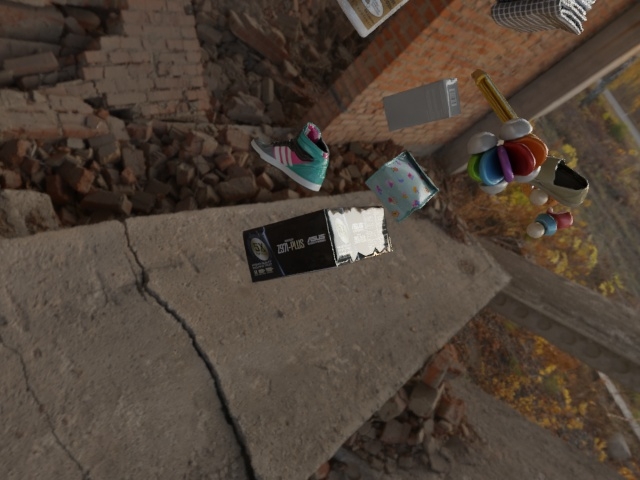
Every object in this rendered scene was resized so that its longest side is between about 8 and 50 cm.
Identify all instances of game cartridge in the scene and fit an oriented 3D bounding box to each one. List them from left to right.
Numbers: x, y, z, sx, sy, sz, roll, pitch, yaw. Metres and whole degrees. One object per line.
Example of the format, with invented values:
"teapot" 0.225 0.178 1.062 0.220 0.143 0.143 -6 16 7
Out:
"game cartridge" 0.650 -0.493 1.505 0.285 0.052 0.324 50 26 -9

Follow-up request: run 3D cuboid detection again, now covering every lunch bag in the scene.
"lunch bag" 0.346 -0.230 1.648 0.262 0.160 0.223 -35 86 -40

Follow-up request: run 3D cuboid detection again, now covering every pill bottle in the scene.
"pill bottle" 0.162 -0.646 1.045 0.131 0.229 0.131 45 24 -27

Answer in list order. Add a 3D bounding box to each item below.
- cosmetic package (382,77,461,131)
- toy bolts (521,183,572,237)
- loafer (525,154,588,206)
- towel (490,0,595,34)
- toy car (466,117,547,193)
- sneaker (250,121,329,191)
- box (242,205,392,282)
"cosmetic package" 0.343 -0.462 1.416 0.107 0.237 0.127 -27 110 -42
"toy bolts" 0.800 -0.125 1.524 0.158 0.218 0.229 -25 109 -16
"loafer" 0.638 -0.201 1.170 0.268 0.092 0.102 33 73 12
"towel" 0.755 -0.785 1.409 0.283 0.235 0.122 -7 109 -40
"toy car" 0.455 -0.194 1.005 0.136 0.181 0.159 -79 145 -62
"sneaker" -0.086 -0.306 1.328 0.295 0.179 0.123 36 19 19
"box" 0.001 0.002 0.617 0.180 0.147 0.078 -10 88 -56
